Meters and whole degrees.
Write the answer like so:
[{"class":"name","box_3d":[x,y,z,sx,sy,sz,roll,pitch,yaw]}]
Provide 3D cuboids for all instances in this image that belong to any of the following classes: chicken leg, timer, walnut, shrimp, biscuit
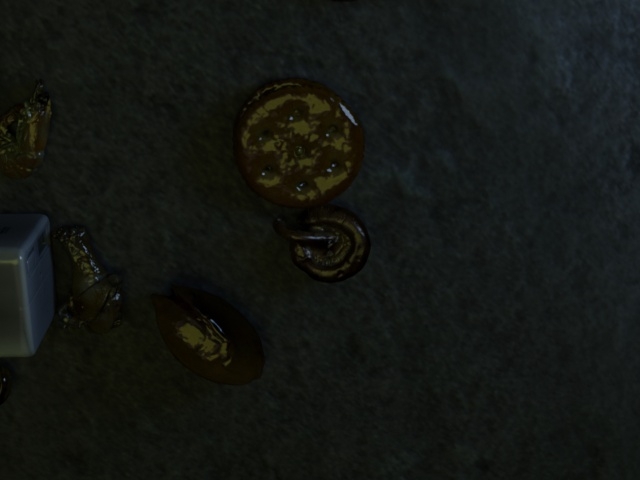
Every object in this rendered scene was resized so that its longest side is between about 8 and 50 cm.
[{"class":"chicken leg","box_3d":[-0.398,0.072,1.735,0.125,0.080,0.196,4,109,6]},{"class":"timer","box_3d":[-0.558,0.072,1.667,0.195,0.192,0.194,-1,111,-1]},{"class":"walnut","box_3d":[-0.195,0.165,1.744,0.137,0.137,0.245,-43,114,14]},{"class":"shrimp","box_3d":[-0.491,-0.186,1.658,0.099,0.041,0.180,27,110,5]},{"class":"biscuit","box_3d":[-0.037,-0.158,1.658,0.221,0.066,0.220,-1,114,-3]}]

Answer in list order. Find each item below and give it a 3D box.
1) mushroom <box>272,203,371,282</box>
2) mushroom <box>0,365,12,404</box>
[{"class":"mushroom","box_3d":[0.000,0.000,1.712,0.171,0.080,0.135,21,97,-8]},{"class":"mushroom","box_3d":[-0.700,0.196,1.774,0.333,0.087,0.107,35,108,-11]}]
